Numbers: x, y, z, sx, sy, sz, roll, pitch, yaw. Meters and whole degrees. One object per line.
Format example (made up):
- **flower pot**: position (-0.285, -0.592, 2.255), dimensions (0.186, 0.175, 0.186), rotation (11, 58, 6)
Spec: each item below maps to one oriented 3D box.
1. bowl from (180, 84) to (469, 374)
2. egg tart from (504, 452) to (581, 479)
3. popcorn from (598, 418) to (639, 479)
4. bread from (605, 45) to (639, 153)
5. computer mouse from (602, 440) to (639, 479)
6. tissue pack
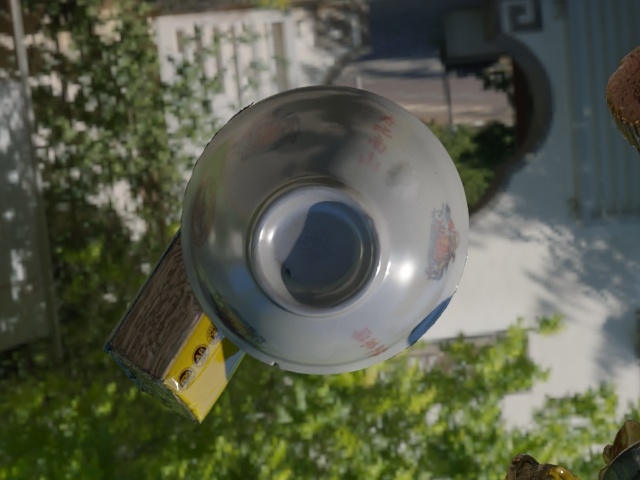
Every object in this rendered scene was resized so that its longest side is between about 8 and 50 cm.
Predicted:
- **bowl**: position (0.000, 0.000, 1.311), dimensions (0.345, 0.346, 0.157), rotation (-5, -172, 3)
- **egg tart**: position (0.403, 0.470, 1.970), dimensions (0.095, 0.279, 0.279), rotation (-33, 178, 18)
- **popcorn**: position (0.789, 0.559, 2.564), dimensions (0.354, 0.390, 0.344), rotation (-26, -140, -2)
- **bread**: position (0.541, -0.230, 1.841), dimensions (0.199, 0.199, 0.104), rotation (0, 144, 38)
- **computer mouse**: position (0.454, 0.331, 1.485), dimensions (0.203, 0.374, 0.114), rotation (-11, -143, 1)
- **tissue pack**: position (-0.164, 0.100, 1.658), dimensions (0.134, 0.271, 0.192), rotation (24, 161, 22)
